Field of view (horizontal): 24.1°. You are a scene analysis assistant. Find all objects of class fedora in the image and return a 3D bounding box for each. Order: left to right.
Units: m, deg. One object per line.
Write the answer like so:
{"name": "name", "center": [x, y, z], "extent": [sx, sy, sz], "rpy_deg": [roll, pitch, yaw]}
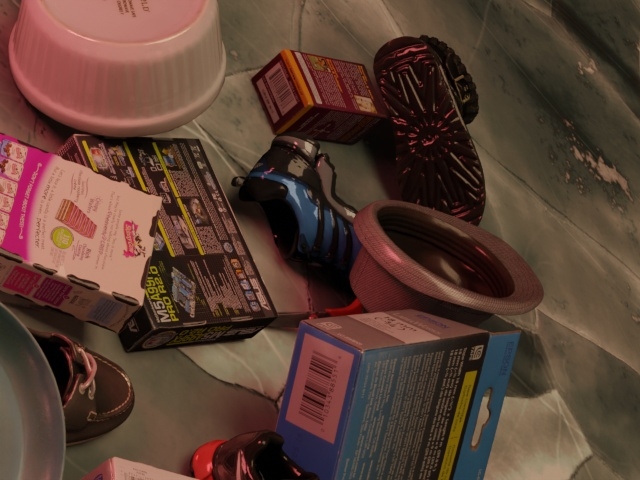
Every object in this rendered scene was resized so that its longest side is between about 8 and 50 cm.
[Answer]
{"name": "fedora", "center": [0.147, 0.058, 1.990], "extent": [0.275, 0.124, 0.244], "rpy_deg": [12, 29, -35]}

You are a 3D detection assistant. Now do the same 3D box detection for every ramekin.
{"name": "ramekin", "center": [-0.248, -0.264, 1.846], "extent": [0.273, 0.127, 0.273], "rpy_deg": [5, 48, -6]}

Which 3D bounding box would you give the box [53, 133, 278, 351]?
{"name": "box", "center": [-0.191, -0.002, 1.840], "extent": [0.216, 0.060, 0.270], "rpy_deg": [-4, 62, -49]}

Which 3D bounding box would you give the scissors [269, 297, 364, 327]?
{"name": "scissors", "center": [0.004, 0.098, 1.991], "extent": [0.297, 0.021, 0.109], "rpy_deg": [22, 81, -35]}

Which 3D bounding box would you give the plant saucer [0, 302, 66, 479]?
{"name": "plant saucer", "center": [-0.377, 0.187, 1.365], "extent": [0.317, 0.043, 0.317], "rpy_deg": [7, 80, -42]}

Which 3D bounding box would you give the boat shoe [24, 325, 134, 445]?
{"name": "boat shoe", "center": [-0.308, 0.140, 1.538], "extent": [0.335, 0.095, 0.112], "rpy_deg": [13, 50, -44]}

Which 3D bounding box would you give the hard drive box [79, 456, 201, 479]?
{"name": "hard drive box", "center": [-0.158, 0.358, 1.526], "extent": [0.181, 0.089, 0.232], "rpy_deg": [23, 43, -37]}

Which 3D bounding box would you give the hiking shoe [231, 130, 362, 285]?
{"name": "hiking shoe", "center": [0.000, 0.000, 2.069], "extent": [0.132, 0.113, 0.304], "rpy_deg": [-45, 106, -26]}

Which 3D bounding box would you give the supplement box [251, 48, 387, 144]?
{"name": "supplement box", "center": [0.000, -0.215, 2.258], "extent": [0.188, 0.081, 0.104], "rpy_deg": [4, 56, -49]}

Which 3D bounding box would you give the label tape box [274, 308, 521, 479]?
{"name": "label tape box", "center": [0.089, 0.215, 1.829], "extent": [0.106, 0.241, 0.333], "rpy_deg": [22, 15, 36]}

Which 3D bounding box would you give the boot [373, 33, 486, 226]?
{"name": "boot", "center": [0.194, -0.170, 2.416], "extent": [0.260, 0.131, 0.348], "rpy_deg": [-17, 95, -77]}

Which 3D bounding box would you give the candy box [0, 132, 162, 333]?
{"name": "candy box", "center": [-0.302, -0.013, 1.654], "extent": [0.233, 0.071, 0.159], "rpy_deg": [22, 49, -19]}

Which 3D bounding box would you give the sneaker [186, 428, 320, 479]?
{"name": "sneaker", "center": [-0.040, 0.330, 1.658], "extent": [0.097, 0.135, 0.276], "rpy_deg": [-6, 66, -55]}
